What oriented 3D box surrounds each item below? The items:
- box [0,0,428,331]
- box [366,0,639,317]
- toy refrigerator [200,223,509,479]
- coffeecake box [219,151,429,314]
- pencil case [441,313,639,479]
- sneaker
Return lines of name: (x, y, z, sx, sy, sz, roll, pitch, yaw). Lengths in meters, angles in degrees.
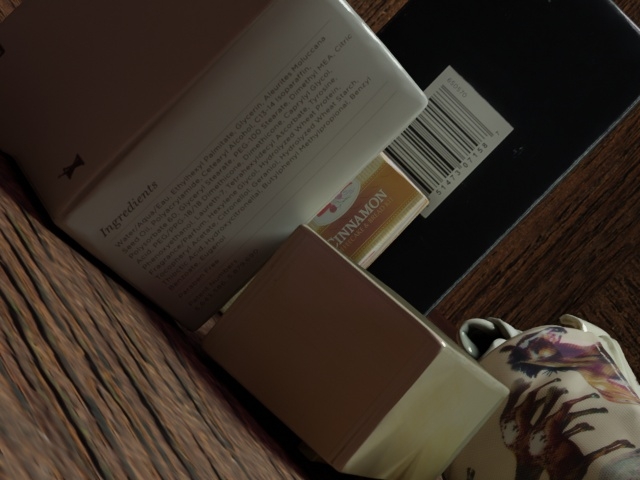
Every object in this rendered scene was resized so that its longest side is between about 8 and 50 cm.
box: (-0.073, -0.084, 0.896, 0.119, 0.182, 0.181, 43, 4, -41)
box: (0.083, -0.076, 1.365, 0.179, 0.343, 0.312, 45, 3, 0)
toy refrigerator: (0.028, 0.079, 0.962, 0.102, 0.094, 0.269, 41, 1, 16)
coffeecake box: (0.000, 0.000, 1.110, 0.068, 0.142, 0.185, 45, 4, 3)
pencil case: (0.223, 0.203, 1.045, 0.160, 0.183, 0.410, 42, 4, -36)
sneaker: (0.197, 0.119, 1.799, 0.115, 0.090, 0.232, 39, 0, -5)
